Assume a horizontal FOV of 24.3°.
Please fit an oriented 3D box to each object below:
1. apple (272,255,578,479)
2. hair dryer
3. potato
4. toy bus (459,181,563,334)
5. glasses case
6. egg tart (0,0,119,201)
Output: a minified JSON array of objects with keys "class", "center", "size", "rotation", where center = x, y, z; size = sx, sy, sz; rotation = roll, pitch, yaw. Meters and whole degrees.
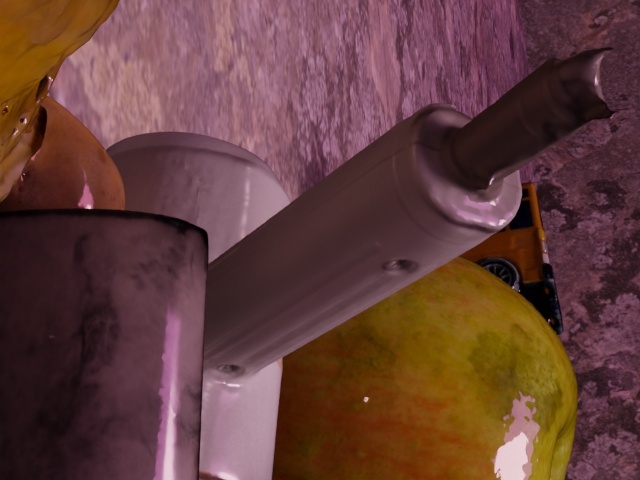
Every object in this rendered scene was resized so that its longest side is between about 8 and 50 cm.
[{"class":"apple","center":[0.038,0.118,0.884],"size":[0.246,0.226,0.246],"rotation":[0,90,-76]},{"class":"hair dryer","center":[0.000,0.000,0.595],"size":[0.108,0.357,0.173],"rotation":[19,59,-29]},{"class":"potato","center":[-0.116,-0.020,0.628],"size":[0.083,0.062,0.068],"rotation":[56,4,-23]},{"class":"toy bus","center":[0.078,0.027,1.145],"size":[0.098,0.201,0.114],"rotation":[65,18,-57]},{"class":"glasses case","center":[-0.100,0.139,0.531],"size":[0.060,0.114,0.299],"rotation":[47,43,-69]},{"class":"egg tart","center":[-0.121,-0.137,0.422],"size":[0.295,0.116,0.294],"rotation":[-13,90,-76]}]
